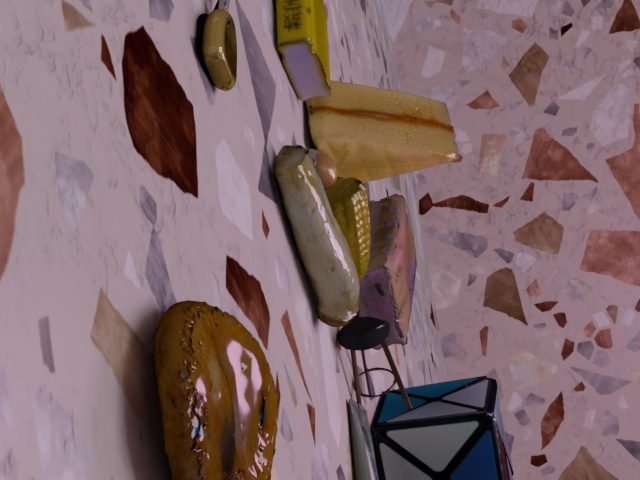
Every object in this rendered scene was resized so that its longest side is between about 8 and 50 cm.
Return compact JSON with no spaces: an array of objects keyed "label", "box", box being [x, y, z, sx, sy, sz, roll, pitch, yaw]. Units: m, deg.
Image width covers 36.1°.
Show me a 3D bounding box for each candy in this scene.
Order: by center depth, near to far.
[{"label":"candy","box":[0.042,-0.007,1.711,0.094,0.106,0.198,-117,-168,-58]}]

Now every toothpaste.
[{"label":"toothpaste","box":[0.077,0.380,1.686,0.064,0.041,0.218,38,38,-49]}]

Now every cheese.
[{"label":"cheese","box":[-0.129,-0.275,1.268,0.086,0.036,0.162,66,18,-53]}]

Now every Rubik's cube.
[{"label":"Rubik's cube","box":[0.253,0.434,1.975,0.248,0.246,0.250,-38,118,-78]}]

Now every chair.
[{"label":"chair","box":[0.088,0.223,1.776,0.095,0.104,0.221,-128,-159,-54]}]

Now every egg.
[{"label":"egg","box":[-0.011,-0.112,1.582,0.071,0.083,0.071,-18,111,-55]}]

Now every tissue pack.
[{"label":"tissue pack","box":[0.127,0.061,2.006,0.256,0.123,0.215,-74,154,-50]}]

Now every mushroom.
[{"label":"mushroom","box":[0.000,0.000,1.549,0.100,0.081,0.312,-91,165,-62]}]

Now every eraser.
[{"label":"eraser","box":[-0.031,-0.381,1.754,0.158,0.069,0.226,66,17,-57]}]

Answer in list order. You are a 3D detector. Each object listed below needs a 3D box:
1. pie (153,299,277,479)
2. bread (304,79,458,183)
[{"label":"pie","box":[-0.100,0.178,0.933,0.273,0.069,0.273,-11,90,-77]},{"label":"bread","box":[0.112,-0.225,1.840,0.163,0.264,0.167,66,13,-56]}]
